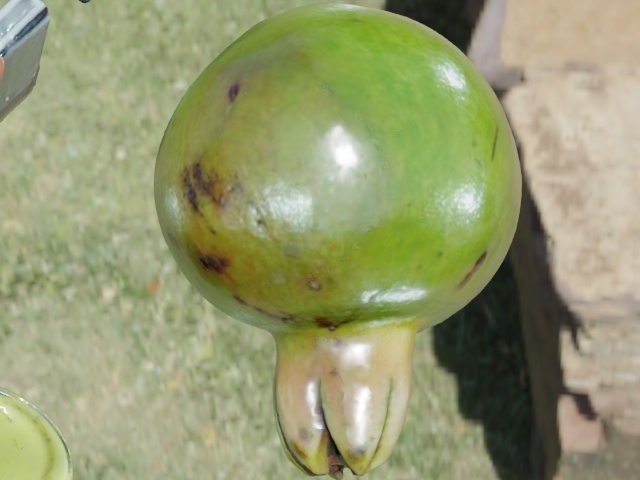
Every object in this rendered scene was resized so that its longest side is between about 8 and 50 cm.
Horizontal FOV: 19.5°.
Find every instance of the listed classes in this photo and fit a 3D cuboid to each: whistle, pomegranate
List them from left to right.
[{"bbox_3d":[-0.359,-0.181,1.807,0.163,0.289,0.163,4,70,-12],"label":"whistle"},{"bbox_3d":[-0.010,-0.009,0.977,0.190,0.159,0.241,28,98,22],"label":"pomegranate"}]

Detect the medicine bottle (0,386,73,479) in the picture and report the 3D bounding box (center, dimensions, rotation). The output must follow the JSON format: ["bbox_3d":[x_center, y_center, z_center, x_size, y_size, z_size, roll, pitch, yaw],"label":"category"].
[{"bbox_3d":[-0.239,0.200,1.113,0.124,0.239,0.124,20,34,-14],"label":"medicine bottle"}]

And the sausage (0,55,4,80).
[{"bbox_3d":[-0.190,-0.036,0.871,0.030,0.035,0.147,29,58,-3],"label":"sausage"}]

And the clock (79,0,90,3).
[{"bbox_3d":[-0.154,-0.245,1.393,0.101,0.135,0.041,38,15,3],"label":"clock"}]
